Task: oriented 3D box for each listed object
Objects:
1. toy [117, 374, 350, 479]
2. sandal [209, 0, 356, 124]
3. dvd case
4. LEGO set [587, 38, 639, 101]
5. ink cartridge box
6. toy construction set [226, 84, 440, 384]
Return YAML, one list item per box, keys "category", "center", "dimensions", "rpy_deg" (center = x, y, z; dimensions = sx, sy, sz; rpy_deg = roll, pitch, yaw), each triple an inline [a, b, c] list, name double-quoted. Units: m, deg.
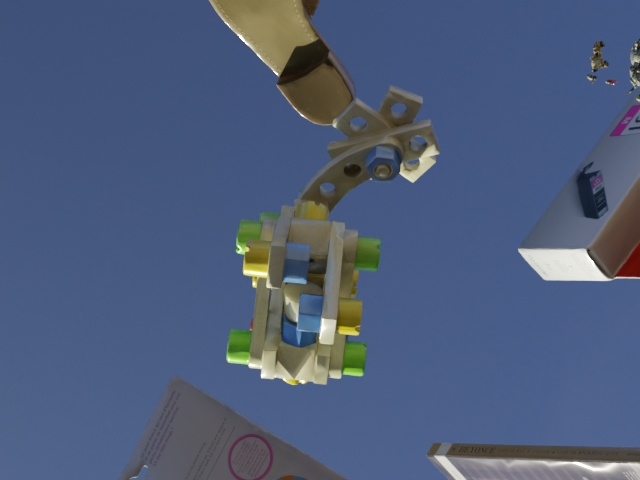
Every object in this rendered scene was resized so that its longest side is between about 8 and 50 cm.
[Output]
- category: "toy"
  center: [-0.016, 0.193, 0.767]
  dimensions: [0.137, 0.237, 0.056]
  rpy_deg: [-62, -27, -2]
- category: "sandal"
  center: [-0.038, -0.221, 1.262]
  dimensions: [0.088, 0.079, 0.240]
  rpy_deg: [-19, -56, 22]
- category: "dvd case"
  center: [0.204, 0.208, 1.012]
  dimensions: [0.164, 0.221, 0.018]
  rpy_deg: [48, -122, -24]
- category: "LEGO set"
  center: [0.224, -0.125, 0.969]
  dimensions: [0.023, 0.083, 0.054]
  rpy_deg: [8, -102, -48]
- category: "ink cartridge box"
  center: [0.381, -0.070, 1.517]
  dimensions: [0.060, 0.239, 0.275]
  rpy_deg: [47, -111, -19]
- category: "toy construction set"
  center: [0.000, 0.000, 1.211]
  dimensions: [0.151, 0.328, 0.215]
  rpy_deg: [14, -50, 11]
